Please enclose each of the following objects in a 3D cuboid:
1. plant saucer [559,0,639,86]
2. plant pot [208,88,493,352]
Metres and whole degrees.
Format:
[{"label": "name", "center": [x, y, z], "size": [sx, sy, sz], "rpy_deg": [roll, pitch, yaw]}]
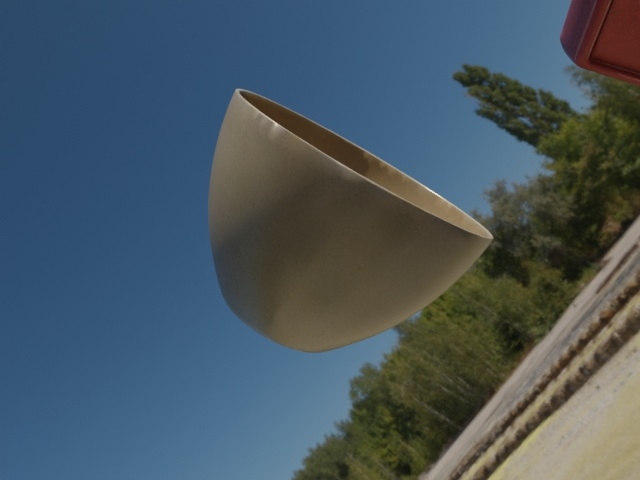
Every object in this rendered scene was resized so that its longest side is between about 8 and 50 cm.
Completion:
[{"label": "plant saucer", "center": [0.335, -0.188, 0.435], "size": [0.047, 0.259, 0.259], "rpy_deg": [-60, -20, -11]}, {"label": "plant pot", "center": [0.000, 0.000, 0.557], "size": [0.190, 0.284, 0.284], "rpy_deg": [-60, -22, 15]}]
